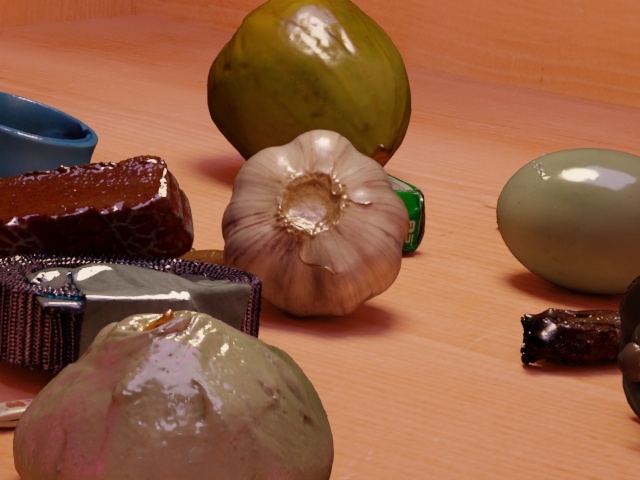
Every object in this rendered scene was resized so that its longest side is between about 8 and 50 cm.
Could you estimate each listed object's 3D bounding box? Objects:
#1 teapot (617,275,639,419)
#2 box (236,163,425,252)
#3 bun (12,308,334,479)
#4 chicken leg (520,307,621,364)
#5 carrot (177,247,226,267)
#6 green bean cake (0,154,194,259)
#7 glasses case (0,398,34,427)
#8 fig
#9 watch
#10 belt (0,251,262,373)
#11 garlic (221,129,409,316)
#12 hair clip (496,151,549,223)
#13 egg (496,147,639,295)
[{"bbox_3d":[0.462,0.141,1.831,0.285,0.223,0.305,-8,51,-21],"label":"teapot"},{"bbox_3d":[0.011,-0.045,2.469,0.250,0.103,0.180,1,16,-24],"label":"box"},{"bbox_3d":[-0.127,0.148,1.518,0.293,0.187,0.293,6,12,-1],"label":"bun"},{"bbox_3d":[0.326,0.115,2.069,0.234,0.063,0.105,-1,21,-31],"label":"chicken leg"},{"bbox_3d":[-0.185,0.027,2.241,0.254,0.049,0.049,6,14,18],"label":"carrot"},{"bbox_3d":[-0.278,-0.022,2.012,0.233,0.198,0.097,-17,54,5],"label":"green bean cake"},{"bbox_3d":[-0.296,0.171,1.680,0.083,0.021,0.032,-4,16,-34],"label":"glasses case"},{"bbox_3d":[-0.007,-0.231,2.775,0.343,0.343,0.343,6,15,-1],"label":"fig"},{"bbox_3d":[-0.468,-0.129,2.399,0.275,0.241,0.305,21,16,4],"label":"watch"},{"bbox_3d":[-0.222,0.080,1.874,0.325,0.122,0.260,3,8,-23],"label":"belt"},{"bbox_3d":[0.000,0.000,2.179,0.245,0.245,0.253,9,-21,10],"label":"garlic"},{"bbox_3d":[0.321,-0.072,2.686,0.138,0.123,0.102,0,36,-37],"label":"hair clip"},{"bbox_3d":[0.383,-0.026,2.341,0.283,0.203,0.203,12,15,7],"label":"egg"}]
